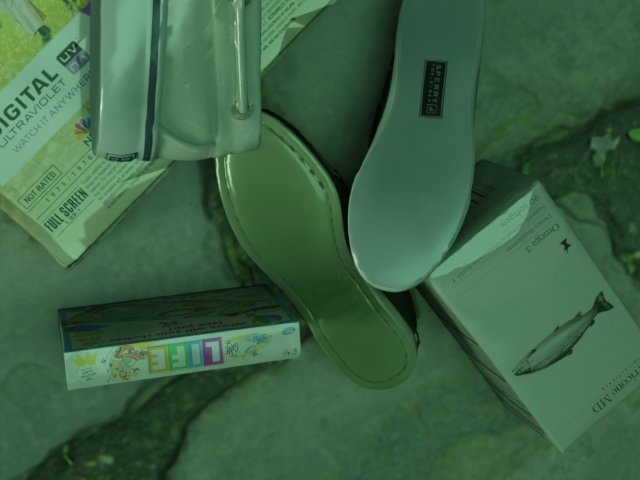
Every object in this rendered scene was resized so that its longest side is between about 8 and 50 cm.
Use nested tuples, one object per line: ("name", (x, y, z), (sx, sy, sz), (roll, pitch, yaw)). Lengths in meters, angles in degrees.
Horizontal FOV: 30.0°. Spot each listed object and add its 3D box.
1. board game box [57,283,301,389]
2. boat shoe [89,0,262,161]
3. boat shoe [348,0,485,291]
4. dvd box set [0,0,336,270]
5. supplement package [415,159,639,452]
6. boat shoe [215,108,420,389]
("board game box", (-0.100, 0.063, 0.822), (0.154, 0.103, 0.026), (-6, 104, -13))
("boat shoe", (-0.048, -0.222, 0.691), (0.157, 0.136, 0.367), (1, 105, -15))
("boat shoe", (0.068, -0.073, 0.831), (0.080, 0.076, 0.228), (7, 81, 5))
("dvd box set", (-0.207, -0.229, 0.751), (0.307, 0.062, 0.420), (-47, 109, -1))
("supplement package", (0.149, 0.046, 0.882), (0.105, 0.105, 0.179), (-40, 109, -4))
("boat shoe", (0.000, 0.000, 0.856), (0.081, 0.068, 0.227), (-23, 108, 22))
